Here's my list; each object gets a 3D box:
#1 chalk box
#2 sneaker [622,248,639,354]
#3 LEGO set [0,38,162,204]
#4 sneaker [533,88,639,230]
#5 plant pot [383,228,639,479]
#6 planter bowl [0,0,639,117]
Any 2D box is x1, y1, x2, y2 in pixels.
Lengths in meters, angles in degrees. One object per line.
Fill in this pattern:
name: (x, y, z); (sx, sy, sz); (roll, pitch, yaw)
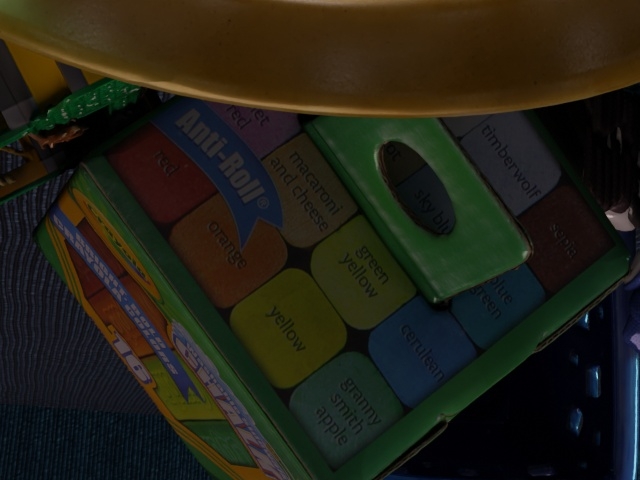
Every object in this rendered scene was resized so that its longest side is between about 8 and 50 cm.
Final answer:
chalk box: (0.000, 0.000, 0.653); (0.179, 0.180, 0.289); (-36, -177, -17)
sneaker: (0.246, 0.006, 0.831); (0.112, 0.131, 0.296); (45, 169, 24)
LEGO set: (-0.193, -0.101, 0.583); (0.255, 0.192, 0.331); (-27, -177, 0)
sneaker: (0.080, -0.058, 0.769); (0.162, 0.106, 0.281); (1, 167, 21)
plant pot: (0.096, 0.073, 1.053); (0.236, 0.236, 0.212); (2, 173, -2)
planter bowl: (-0.002, -0.106, 0.339); (0.217, 0.090, 0.217); (5, 167, 1)
